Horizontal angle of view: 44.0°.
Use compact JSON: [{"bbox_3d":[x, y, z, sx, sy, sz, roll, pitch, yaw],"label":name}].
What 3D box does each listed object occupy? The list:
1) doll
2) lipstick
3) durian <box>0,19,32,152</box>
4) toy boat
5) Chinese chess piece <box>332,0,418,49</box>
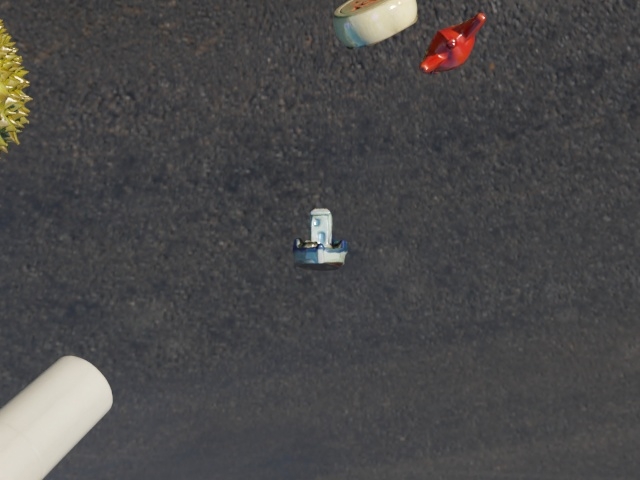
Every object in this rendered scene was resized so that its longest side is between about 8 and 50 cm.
[{"bbox_3d":[0.184,-0.270,1.128,0.109,0.169,0.057,-40,85,9],"label":"doll"},{"bbox_3d":[-0.344,0.244,0.801,0.087,0.327,0.087,12,122,20],"label":"lipstick"},{"bbox_3d":[-0.507,-0.153,1.053,0.306,0.172,0.166,-26,114,20],"label":"durian"},{"bbox_3d":[0.000,0.000,1.645,0.114,0.115,0.262,2,173,0],"label":"toy boat"},{"bbox_3d":[0.077,-0.321,1.126,0.122,0.122,0.051,-18,118,17],"label":"Chinese chess piece"}]
